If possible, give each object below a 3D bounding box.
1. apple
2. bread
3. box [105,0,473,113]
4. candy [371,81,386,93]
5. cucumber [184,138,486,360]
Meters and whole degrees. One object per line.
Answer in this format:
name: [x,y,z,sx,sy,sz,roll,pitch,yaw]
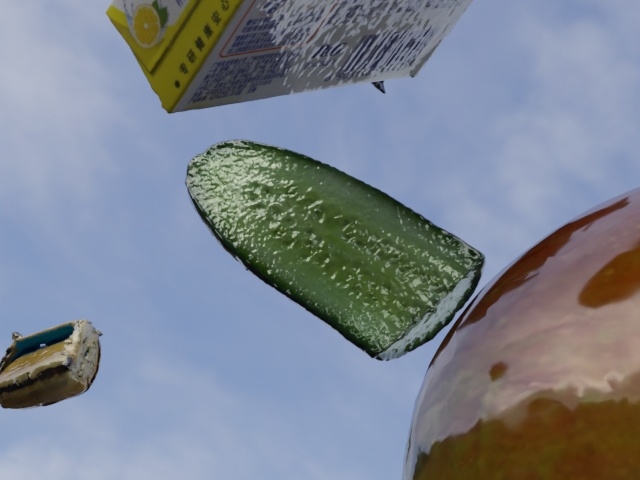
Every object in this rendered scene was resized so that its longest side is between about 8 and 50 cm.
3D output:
apple: [0.199,0.122,0.721,0.339,0.340,0.339,14,-30,8]
bread: [-0.242,0.114,1.435,0.106,0.072,0.053,-20,-50,36]
box: [0.001,-0.192,1.150,0.097,0.265,0.168,55,-46,20]
candy: [0.087,-0.210,1.573,0.051,0.226,0.094,-8,-74,24]
cucumber: [0.000,0.000,1.259,0.244,0.115,0.063,36,-14,22]
